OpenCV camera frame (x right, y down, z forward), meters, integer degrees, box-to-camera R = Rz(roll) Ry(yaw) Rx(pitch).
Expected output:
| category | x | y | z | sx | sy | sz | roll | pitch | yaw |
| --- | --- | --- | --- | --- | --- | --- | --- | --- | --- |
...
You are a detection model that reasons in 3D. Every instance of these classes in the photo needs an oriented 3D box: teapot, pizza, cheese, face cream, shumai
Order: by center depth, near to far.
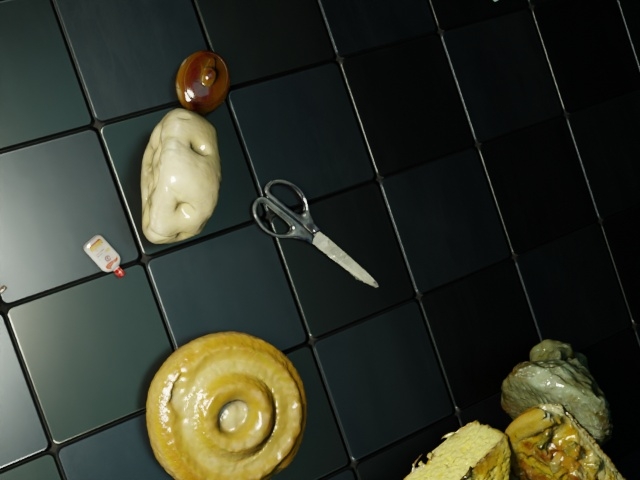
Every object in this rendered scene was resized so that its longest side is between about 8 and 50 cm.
| category | x | y | z | sx | sy | sz | roll | pitch | yaw |
| --- | --- | --- | --- | --- | --- | --- | --- | --- | --- |
| cheese | -0.237 | -0.104 | 1.551 | 0.117 | 0.218 | 0.235 | 7 | 104 | -19 |
| face cream | -0.371 | 0.030 | 1.577 | 0.040 | 0.021 | 0.083 | -45 | 103 | -20 |
| teapot | -0.211 | -0.284 | 1.646 | 0.098 | 0.078 | 0.129 | 21 | 77 | -20 |
| pizza | 0.425 | 0.431 | 1.764 | 0.258 | 0.268 | 0.087 | 49 | 56 | -8 |
| shumai | 0.489 | 0.279 | 1.794 | 0.222 | 0.272 | 0.204 | 48 | 69 | -15 |

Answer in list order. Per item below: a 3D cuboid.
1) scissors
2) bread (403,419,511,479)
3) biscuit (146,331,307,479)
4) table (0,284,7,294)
| category | x | y | z | sx | sy | sz | roll | pitch | yaw |
| --- | --- | --- | --- | --- | --- | --- | --- | --- | --- |
| scissors | 0.000 | 0.000 | 1.744 | 0.300 | 0.022 | 0.109 | 39 | 75 | -17 |
| bread | 0.262 | 0.480 | 1.742 | 0.260 | 0.160 | 0.147 | -39 | 107 | -28 |
| biscuit | -0.159 | 0.305 | 1.604 | 0.296 | 0.102 | 0.296 | 3 | 84 | -26 |
| table | -0.612 | 0.065 | 1.387 | 0.193 | 0.169 | 0.172 | 46 | 69 | -12 |
